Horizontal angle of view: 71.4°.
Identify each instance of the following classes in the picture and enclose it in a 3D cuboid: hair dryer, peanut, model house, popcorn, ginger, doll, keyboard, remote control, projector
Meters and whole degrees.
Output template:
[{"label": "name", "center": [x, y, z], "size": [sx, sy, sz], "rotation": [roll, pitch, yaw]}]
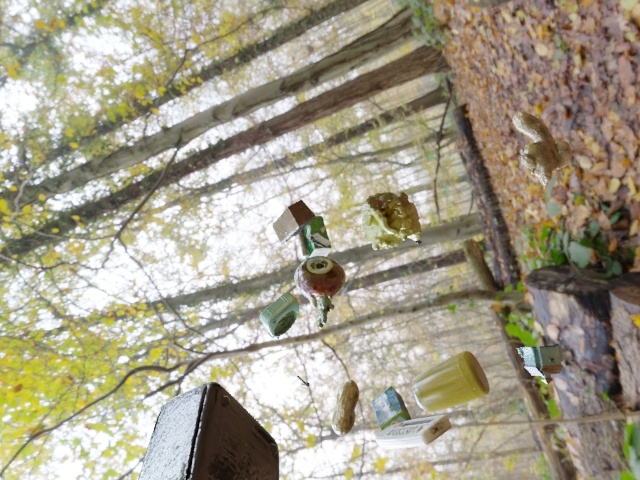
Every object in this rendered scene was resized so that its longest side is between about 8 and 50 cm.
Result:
[{"label": "hair dryer", "center": [-0.095, 0.715, 2.264], "size": [0.083, 0.047, 0.026], "rotation": [49, -129, -23]}, {"label": "peanut", "center": [0.103, 0.680, 1.811], "size": [0.103, 0.098, 0.229], "rotation": [-147, 67, -69]}, {"label": "model house", "center": [0.872, 0.486, 1.744], "size": [0.119, 0.149, 0.148], "rotation": [122, 148, -68]}, {"label": "popcorn", "center": [0.302, -0.085, 1.915], "size": [0.293, 0.293, 0.236], "rotation": [-66, -16, -61]}, {"label": "ginger", "center": [0.571, -0.251, 1.180], "size": [0.214, 0.133, 0.059], "rotation": [56, 176, 17]}, {"label": "doll", "center": [0.019, 0.309, 1.926], "size": [0.115, 0.078, 0.150], "rotation": [107, 175, -47]}, {"label": "keyboard", "center": [0.000, 0.000, 1.390], "size": [0.060, 0.018, 0.195], "rotation": [31, -174, 3]}, {"label": "remote control", "center": [0.213, 0.460, 1.052], "size": [0.090, 0.230, 0.049], "rotation": [-17, -108, -30]}, {"label": "projector", "center": [-0.307, 0.696, 1.304], "size": [0.395, 0.242, 0.405], "rotation": [58, -168, -27]}]

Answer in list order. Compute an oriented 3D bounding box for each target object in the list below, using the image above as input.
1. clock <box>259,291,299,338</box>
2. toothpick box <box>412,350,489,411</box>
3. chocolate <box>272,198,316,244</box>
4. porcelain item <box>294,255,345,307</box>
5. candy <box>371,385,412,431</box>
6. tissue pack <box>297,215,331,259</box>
[{"label": "clock", "center": [-0.157, 0.311, 1.755], "size": [0.159, 0.066, 0.210], "rotation": [-38, -31, -27]}, {"label": "toothpick box", "center": [0.498, 0.560, 1.739], "size": [0.175, 0.272, 0.175], "rotation": [49, -158, -27]}, {"label": "chocolate", "center": [-0.132, -0.081, 2.012], "size": [0.111, 0.112, 0.321], "rotation": [56, 157, 2]}, {"label": "porcelain item", "center": [-0.001, 0.202, 2.120], "size": [0.253, 0.253, 0.252], "rotation": [52, -152, -42]}, {"label": "candy", "center": [0.236, 0.571, 1.486], "size": [0.062, 0.097, 0.194], "rotation": [52, -177, -7]}, {"label": "tissue pack", "center": [-0.054, -0.006, 2.358], "size": [0.148, 0.156, 0.208], "rotation": [120, 141, -53]}]
